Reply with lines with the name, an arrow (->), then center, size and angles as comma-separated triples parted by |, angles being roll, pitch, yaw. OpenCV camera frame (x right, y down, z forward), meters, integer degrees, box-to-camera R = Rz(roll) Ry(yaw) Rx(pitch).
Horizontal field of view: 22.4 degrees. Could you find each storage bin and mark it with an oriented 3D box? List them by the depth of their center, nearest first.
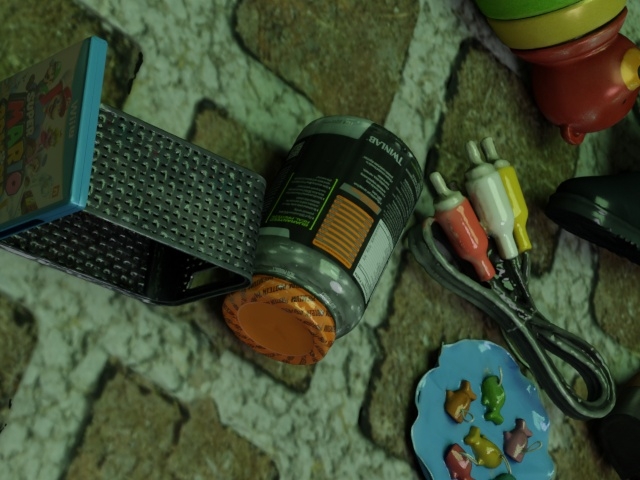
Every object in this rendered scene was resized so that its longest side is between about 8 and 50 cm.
storage bin -> -0.142, -0.024, 1.178 | 0.180, 0.122, 0.084 | 23, 64, -37

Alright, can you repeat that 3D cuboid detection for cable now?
cable -> 0.181, 0.049, 1.475 | 0.139, 0.072, 0.287 | -33, 91, -44

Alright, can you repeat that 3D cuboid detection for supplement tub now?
supplement tub -> 0.000, 0.000, 1.308 | 0.117, 0.117, 0.190 | 46, 53, -24

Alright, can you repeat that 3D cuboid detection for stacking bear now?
stacking bear -> 0.233, -0.239, 1.564 | 0.175, 0.164, 0.289 | -44, 120, -45

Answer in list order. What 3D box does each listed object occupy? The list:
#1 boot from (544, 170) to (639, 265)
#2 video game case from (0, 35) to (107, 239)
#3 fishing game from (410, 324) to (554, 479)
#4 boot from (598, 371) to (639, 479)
boot -> 0.335, -0.084, 1.614 | 0.246, 0.094, 0.207 | 22, 86, -45
video game case -> -0.204, -0.062, 1.099 | 0.015, 0.166, 0.119 | 21, 65, -38
fishing game -> 0.156, 0.175, 1.459 | 0.189, 0.041, 0.264 | 52, 47, -19
boot -> 0.403, 0.220, 1.669 | 0.264, 0.096, 0.280 | 58, 40, -5
